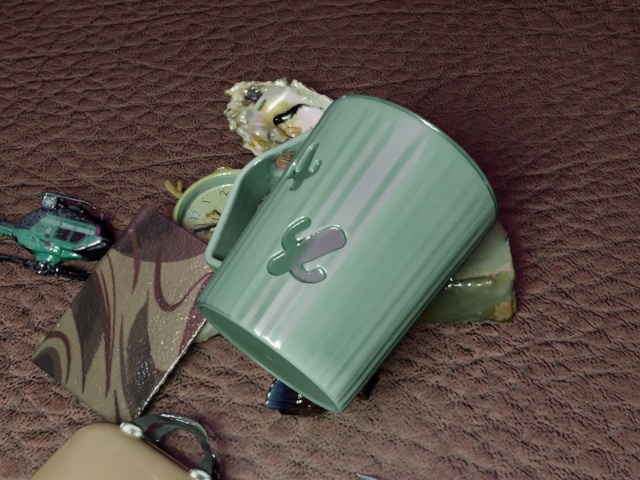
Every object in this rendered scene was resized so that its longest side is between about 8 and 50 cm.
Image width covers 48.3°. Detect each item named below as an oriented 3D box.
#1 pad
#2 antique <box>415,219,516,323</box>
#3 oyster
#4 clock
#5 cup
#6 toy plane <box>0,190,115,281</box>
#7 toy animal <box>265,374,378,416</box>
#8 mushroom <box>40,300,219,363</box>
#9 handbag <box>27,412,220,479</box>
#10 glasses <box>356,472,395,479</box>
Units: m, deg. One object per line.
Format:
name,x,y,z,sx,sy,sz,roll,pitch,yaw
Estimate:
pad,-0.310,0.123,1.195,0.220,0.004,0.330,32,82,13
antique,0.192,0.067,1.247,0.283,0.150,0.125,-7,54,10
oyster,-0.048,-0.220,1.471,0.201,0.107,0.354,-44,75,0
clock,-0.174,-0.028,1.346,0.307,0.096,0.235,14,61,13
cup,0.018,0.016,1.091,0.310,0.401,0.392,44,72,-20
toy plane,-0.541,-0.011,1.364,0.381,0.106,0.155,13,71,6
toy animal,0.004,0.199,1.174,0.179,0.116,0.219,20,54,17
mushroom,-0.313,0.146,1.248,0.351,0.097,0.109,-13,44,0
handbag,-0.263,0.390,1.054,0.301,0.149,0.283,26,65,21
glasses,0.083,0.394,1.075,0.139,0.063,0.104,-1,56,2
